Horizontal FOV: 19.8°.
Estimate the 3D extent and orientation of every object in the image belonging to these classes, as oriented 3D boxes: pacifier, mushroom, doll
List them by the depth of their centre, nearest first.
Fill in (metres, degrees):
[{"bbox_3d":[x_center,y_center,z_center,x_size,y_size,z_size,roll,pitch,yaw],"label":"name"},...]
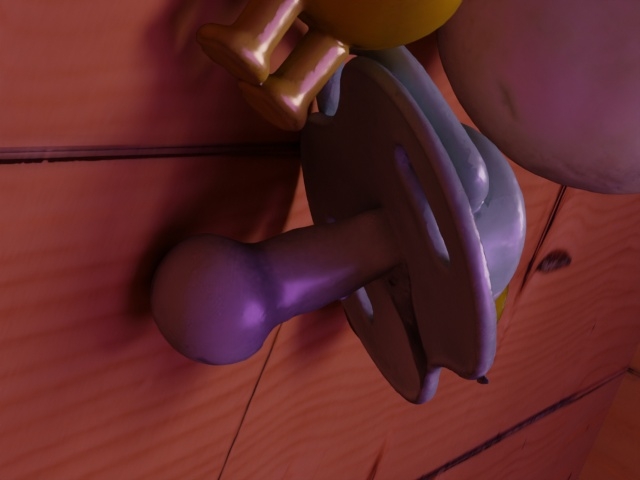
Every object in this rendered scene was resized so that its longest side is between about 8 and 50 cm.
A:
[{"bbox_3d":[0.060,-0.243,1.216,0.363,0.145,0.199,-53,140,-9],"label":"doll"},{"bbox_3d":[0.000,0.000,1.344,0.269,0.288,0.343,-18,170,-18],"label":"pacifier"},{"bbox_3d":[0.236,-0.215,1.570,0.315,0.356,0.315,-22,138,-22],"label":"mushroom"}]

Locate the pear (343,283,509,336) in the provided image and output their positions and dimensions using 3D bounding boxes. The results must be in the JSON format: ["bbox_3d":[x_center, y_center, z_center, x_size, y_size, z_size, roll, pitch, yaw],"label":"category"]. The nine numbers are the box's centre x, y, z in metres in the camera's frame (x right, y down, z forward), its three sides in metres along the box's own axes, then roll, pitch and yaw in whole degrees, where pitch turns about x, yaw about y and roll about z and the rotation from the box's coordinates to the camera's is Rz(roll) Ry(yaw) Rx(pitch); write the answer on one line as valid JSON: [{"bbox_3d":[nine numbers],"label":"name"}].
[{"bbox_3d":[0.095,0.045,1.697,0.162,0.149,0.149,-38,149,-40],"label":"pear"}]
